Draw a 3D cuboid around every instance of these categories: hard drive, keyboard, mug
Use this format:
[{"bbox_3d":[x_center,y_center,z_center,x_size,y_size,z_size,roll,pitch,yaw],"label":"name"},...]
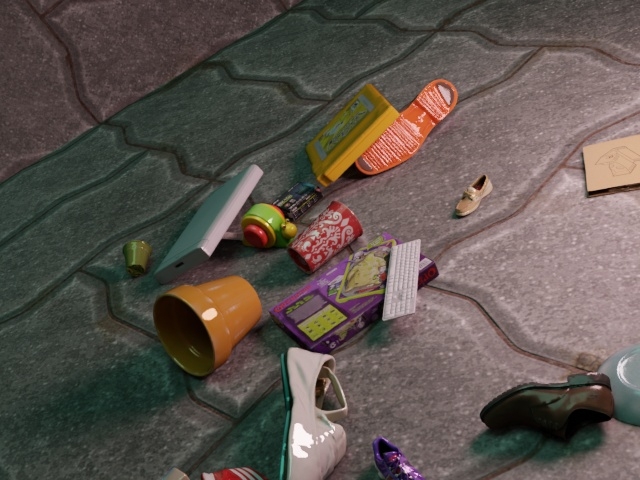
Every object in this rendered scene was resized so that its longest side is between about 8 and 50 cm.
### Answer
[{"bbox_3d":[-0.306,-0.047,2.313,0.233,0.047,0.353,-28,24,42],"label":"hard drive"},{"bbox_3d":[0.179,0.083,1.843,0.072,0.014,0.256,-11,34,18],"label":"keyboard"},{"bbox_3d":[0.007,0.005,2.094,0.113,0.150,0.169,42,70,17],"label":"mug"}]

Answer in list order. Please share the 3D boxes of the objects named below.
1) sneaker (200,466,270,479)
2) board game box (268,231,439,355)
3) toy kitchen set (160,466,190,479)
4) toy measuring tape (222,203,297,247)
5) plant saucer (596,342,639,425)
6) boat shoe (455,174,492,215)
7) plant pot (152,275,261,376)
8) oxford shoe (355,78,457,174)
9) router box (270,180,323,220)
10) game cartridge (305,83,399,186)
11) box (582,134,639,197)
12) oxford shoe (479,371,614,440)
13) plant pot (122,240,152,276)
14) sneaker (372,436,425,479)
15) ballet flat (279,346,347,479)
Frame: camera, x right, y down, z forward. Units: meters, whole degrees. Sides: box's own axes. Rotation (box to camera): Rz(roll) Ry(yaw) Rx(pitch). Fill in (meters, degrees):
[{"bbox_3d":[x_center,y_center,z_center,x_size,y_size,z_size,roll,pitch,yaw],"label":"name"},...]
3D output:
[{"bbox_3d":[-0.123,0.484,1.466,0.128,0.087,0.221,-12,49,-18],"label":"sneaker"},{"bbox_3d":[0.073,0.119,1.912,0.347,0.056,0.208,-33,37,-15],"label":"board game box"},{"bbox_3d":[-0.339,0.508,1.531,0.166,0.122,0.207,14,48,45],"label":"toy kitchen set"},{"bbox_3d":[-0.199,-0.045,2.263,0.330,0.121,0.121,5,42,38],"label":"toy measuring tape"},{"bbox_3d":[0.564,0.231,1.438,0.195,0.037,0.195,-16,32,11],"label":"plant saucer"},{"bbox_3d":[0.370,-0.112,2.059,0.050,0.045,0.135,11,46,42],"label":"boat shoe"},{"bbox_3d":[-0.243,0.175,1.914,0.205,0.205,0.188,9,29,41],"label":"plant pot"},{"bbox_3d":[0.237,-0.307,2.399,0.364,0.130,0.133,-39,2,-12],"label":"oxford shoe"},{"bbox_3d":[-0.066,-0.111,2.345,0.122,0.038,0.092,-42,35,-26],"label":"router box"},{"bbox_3d":[0.080,-0.303,2.379,0.285,0.053,0.323,-45,18,10],"label":"game cartridge"},{"bbox_3d":[0.702,-0.177,1.965,0.165,0.021,0.201,-10,35,21],"label":"box"},{"bbox_3d":[0.382,0.293,1.427,0.227,0.083,0.096,-17,46,21],"label":"oxford shoe"},{"bbox_3d":[-0.516,0.056,2.363,0.083,0.083,0.079,-18,44,9],"label":"plant pot"},{"bbox_3d":[0.133,0.399,1.437,0.068,0.071,0.170,-33,34,-14],"label":"sneaker"},{"bbox_3d":[-0.012,0.342,1.580,0.139,0.139,0.400,-18,32,10],"label":"ballet flat"}]
